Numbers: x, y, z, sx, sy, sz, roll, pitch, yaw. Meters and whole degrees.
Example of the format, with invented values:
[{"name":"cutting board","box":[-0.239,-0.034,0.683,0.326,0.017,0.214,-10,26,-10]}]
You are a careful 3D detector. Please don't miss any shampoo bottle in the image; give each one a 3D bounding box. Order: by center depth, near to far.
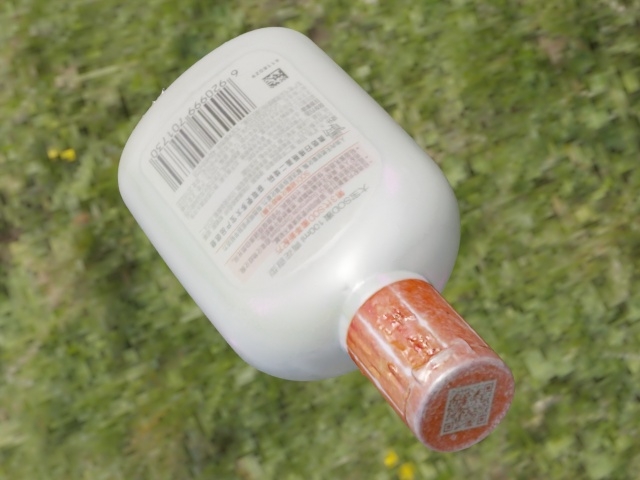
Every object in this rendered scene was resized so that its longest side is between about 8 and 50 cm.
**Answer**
[{"name":"shampoo bottle","box":[0.000,0.000,0.693,0.051,0.108,0.221,48,180,-45]}]
